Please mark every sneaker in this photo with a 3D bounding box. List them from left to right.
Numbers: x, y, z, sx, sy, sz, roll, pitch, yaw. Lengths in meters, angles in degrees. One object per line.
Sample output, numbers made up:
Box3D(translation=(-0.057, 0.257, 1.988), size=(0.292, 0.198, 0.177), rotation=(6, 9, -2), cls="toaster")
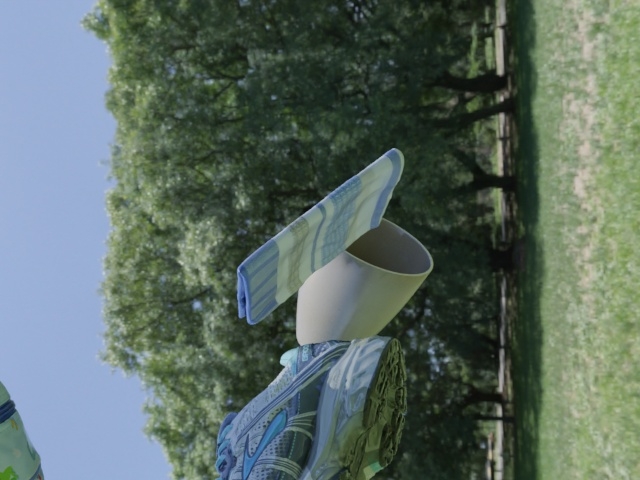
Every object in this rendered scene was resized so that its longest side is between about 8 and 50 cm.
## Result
Box3D(translation=(-0.029, 0.181, 0.438), size=(0.283, 0.122, 0.110), rotation=(-52, -47, -50), cls="sneaker")

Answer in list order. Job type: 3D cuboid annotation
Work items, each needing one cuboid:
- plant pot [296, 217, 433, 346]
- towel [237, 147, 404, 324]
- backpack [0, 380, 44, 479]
Box3D(translation=(0.058, 0.108, 1.248), size=(0.256, 0.256, 0.274), rotation=(-57, -9, -65), cls="plant pot")
Box3D(translation=(0.000, 0.000, 0.856), size=(0.285, 0.034, 0.209), rotation=(-38, -16, -21), cls="towel")
Box3D(translation=(-0.406, 0.223, 0.460), size=(0.273, 0.355, 0.290), rotation=(51, 159, -2), cls="backpack")
